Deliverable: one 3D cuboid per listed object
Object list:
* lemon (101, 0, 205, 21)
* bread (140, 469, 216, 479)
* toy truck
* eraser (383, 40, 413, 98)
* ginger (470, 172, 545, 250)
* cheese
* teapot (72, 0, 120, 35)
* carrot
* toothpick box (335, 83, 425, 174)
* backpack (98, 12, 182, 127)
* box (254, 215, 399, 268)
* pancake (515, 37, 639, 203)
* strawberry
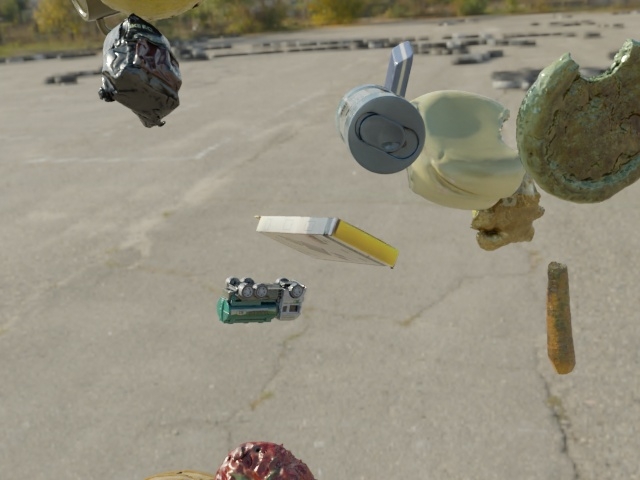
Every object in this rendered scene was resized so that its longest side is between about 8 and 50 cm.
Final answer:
[{"bbox_3d":[-0.283,-0.496,1.329,0.245,0.319,0.245,4,50,-5],"label":"lemon"},{"bbox_3d":[-0.177,0.331,1.036,0.189,0.077,0.114,-3,14,30],"label":"bread"},{"bbox_3d":[-0.056,0.058,0.779,0.083,0.044,0.039,2,9,-30],"label":"toy truck"},{"bbox_3d":[0.154,-0.309,1.743,0.036,0.225,0.082,5,36,-7],"label":"eraser"},{"bbox_3d":[0.371,-0.092,1.662,0.157,0.216,0.102,-9,3,2],"label":"ginger"},{"bbox_3d":[0.271,-0.177,1.569,0.233,0.127,0.266,5,51,-4],"label":"cheese"},{"bbox_3d":[-0.451,-0.570,1.758,0.175,0.267,0.185,-23,38,-18],"label":"teapot"},{"bbox_3d":[0.360,0.116,1.229,0.042,0.170,0.042,-5,10,1],"label":"carrot"},{"bbox_3d":[0.075,-0.152,1.085,0.101,0.101,0.153,-5,18,-4],"label":"toothpick box"},{"bbox_3d":[-0.270,-0.266,1.235,0.106,0.165,0.120,-31,-36,29],"label":"backpack"},{"bbox_3d":[0.000,0.000,1.280,0.129,0.033,0.247,26,-12,-31],"label":"box"},{"bbox_3d":[0.390,-0.159,1.140,0.254,0.253,0.037,-8,31,-13],"label":"pancake"},{"bbox_3d":[-0.033,0.169,0.542,0.073,0.073,0.083,1,-11,19],"label":"strawberry"}]
